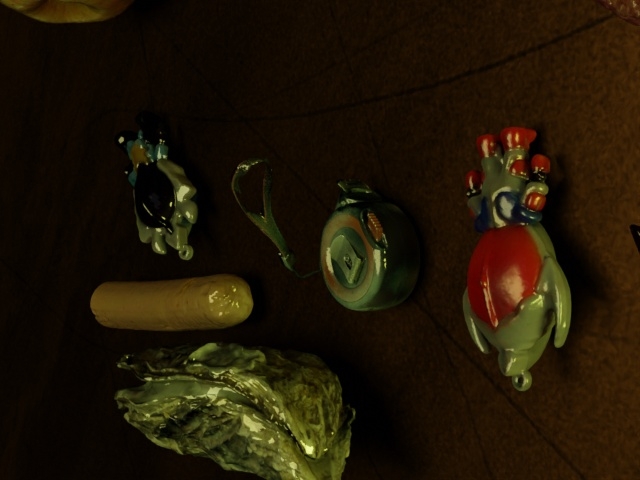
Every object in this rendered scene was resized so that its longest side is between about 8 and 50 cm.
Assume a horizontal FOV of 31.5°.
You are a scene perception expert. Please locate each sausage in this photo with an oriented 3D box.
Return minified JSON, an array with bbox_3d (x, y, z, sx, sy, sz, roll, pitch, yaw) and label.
[{"bbox_3d":[-0.168,0.070,1.273,0.301,0.066,0.065,-3,92,54],"label":"sausage"}]

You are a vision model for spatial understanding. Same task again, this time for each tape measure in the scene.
[{"bbox_3d":[-0.002,0.004,0.953,0.107,0.180,0.104,45,113,43],"label":"tape measure"}]

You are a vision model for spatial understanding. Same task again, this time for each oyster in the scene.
[{"bbox_3d":[-0.083,0.160,1.080,0.351,0.162,0.158,18,130,54],"label":"oyster"}]

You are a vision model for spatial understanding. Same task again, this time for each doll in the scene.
[{"bbox_3d":[-0.180,-0.056,1.268,0.096,0.070,0.195,-44,55,28],"label":"doll"},{"bbox_3d":[0.142,0.014,0.844,0.104,0.062,0.194,-9,79,37],"label":"doll"}]

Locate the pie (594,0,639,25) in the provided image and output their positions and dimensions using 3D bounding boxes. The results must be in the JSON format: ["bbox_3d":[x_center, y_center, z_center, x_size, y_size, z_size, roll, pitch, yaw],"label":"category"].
[{"bbox_3d":[0.218,-0.207,0.721,0.154,0.038,0.153,16,110,53],"label":"pie"}]

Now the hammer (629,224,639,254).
[{"bbox_3d":[0.245,0.067,0.744,0.065,0.021,0.178,-38,62,49],"label":"hammer"}]

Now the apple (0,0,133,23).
[{"bbox_3d":[-0.286,-0.341,1.251,0.211,0.211,0.187,-13,77,54],"label":"apple"}]
